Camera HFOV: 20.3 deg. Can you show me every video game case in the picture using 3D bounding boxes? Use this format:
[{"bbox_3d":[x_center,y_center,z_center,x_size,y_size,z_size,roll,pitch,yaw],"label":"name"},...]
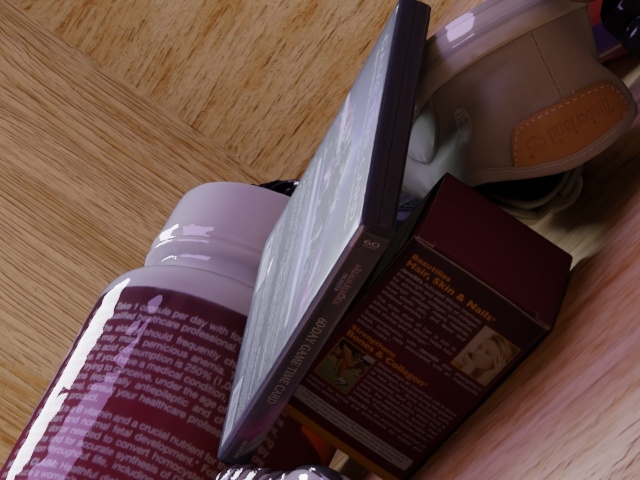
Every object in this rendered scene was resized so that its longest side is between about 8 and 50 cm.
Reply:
[{"bbox_3d":[0.000,0.000,1.154,0.274,0.026,0.196,122,164,-48],"label":"video game case"}]

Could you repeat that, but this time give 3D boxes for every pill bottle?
[{"bbox_3d":[-0.110,0.162,1.376,0.392,0.224,0.224,-63,7,-29],"label":"pill bottle"}]

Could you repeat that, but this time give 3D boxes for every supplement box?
[{"bbox_3d":[0.066,0.061,1.164,0.188,0.104,0.081,-52,6,39],"label":"supplement box"}]

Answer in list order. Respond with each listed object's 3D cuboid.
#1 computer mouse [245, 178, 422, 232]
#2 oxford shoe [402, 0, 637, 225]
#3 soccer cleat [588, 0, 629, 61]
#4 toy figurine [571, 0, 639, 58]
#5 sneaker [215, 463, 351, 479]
[{"bbox_3d":[0.027,-0.003,1.545,0.188,0.272,0.072,-22,-69,-60],"label":"computer mouse"},{"bbox_3d":[0.130,-0.069,1.292,0.169,0.130,0.449,-30,-6,-5],"label":"oxford shoe"},{"bbox_3d":[0.228,-0.182,1.393,0.318,0.116,0.108,49,-131,-78],"label":"soccer cleat"},{"bbox_3d":[0.233,-0.200,1.008,0.209,0.148,0.213,-56,4,-4],"label":"toy figurine"},{"bbox_3d":[-0.043,0.231,1.117,0.162,0.106,0.281,-61,6,-17],"label":"sneaker"}]
